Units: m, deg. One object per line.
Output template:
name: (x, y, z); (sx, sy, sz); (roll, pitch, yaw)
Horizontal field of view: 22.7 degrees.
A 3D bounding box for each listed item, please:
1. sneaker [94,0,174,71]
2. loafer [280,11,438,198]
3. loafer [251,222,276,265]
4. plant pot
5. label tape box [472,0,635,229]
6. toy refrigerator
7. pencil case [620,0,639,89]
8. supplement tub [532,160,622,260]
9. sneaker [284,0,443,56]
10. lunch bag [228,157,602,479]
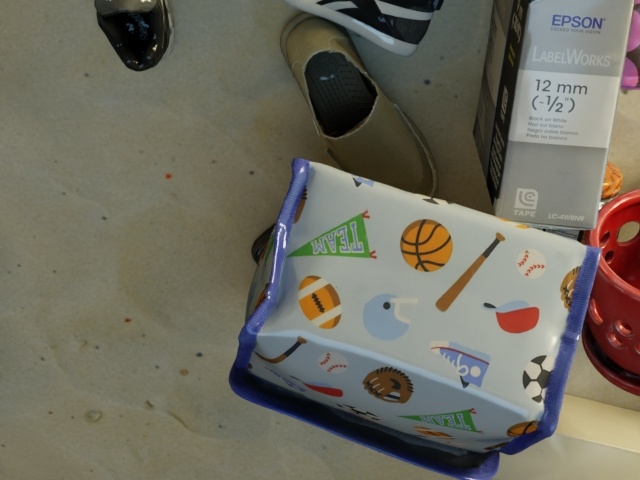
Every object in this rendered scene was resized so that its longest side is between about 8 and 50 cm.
sneaker: (-0.206, -0.282, 1.684); (0.078, 0.106, 0.234); (-10, 115, 4)
loafer: (0.041, -0.127, 1.765); (0.102, 0.092, 0.268); (-32, 111, 14)
loafer: (0.000, 0.000, 1.842); (0.170, 0.061, 0.062); (-18, 115, 10)
plant pot: (0.370, 0.066, 1.712); (0.191, 0.191, 0.174); (1, 131, 0)
label tape box: (0.239, -0.219, 1.633); (0.115, 0.249, 0.348); (3, 115, -2)
toy refrigerator: (0.259, 0.242, 1.936); (0.269, 0.102, 0.094); (13, 115, -7)
pencil case: (0.361, -0.265, 1.703); (0.098, 0.095, 0.209); (-2, 119, -16)
supplement tub: (0.276, 0.002, 1.813); (0.117, 0.117, 0.190); (9, 115, -4)
sneaker: (0.032, -0.294, 1.700); (0.217, 0.079, 0.121); (23, 110, -19)
lunch bag: (0.080, 0.101, 1.687); (0.327, 0.385, 0.239); (19, 77, -1)
